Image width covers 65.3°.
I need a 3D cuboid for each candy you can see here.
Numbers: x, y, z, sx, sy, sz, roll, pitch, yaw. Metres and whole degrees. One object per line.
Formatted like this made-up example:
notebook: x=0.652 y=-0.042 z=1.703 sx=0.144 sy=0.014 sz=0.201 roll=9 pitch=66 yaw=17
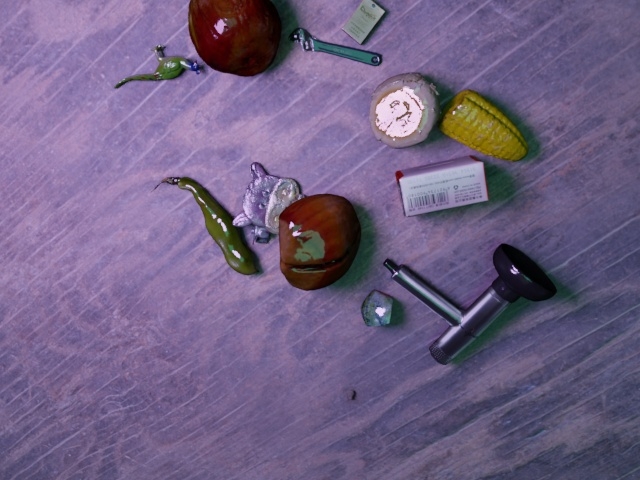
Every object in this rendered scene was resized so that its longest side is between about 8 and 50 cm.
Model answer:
candy: x=0.355 y=-0.235 z=1.062 sx=0.199 sy=0.094 sz=0.106 roll=30 pitch=140 yaw=-7

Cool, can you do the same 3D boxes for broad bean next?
broad bean: x=-0.257 y=-0.039 z=1.195 sx=0.318 sy=0.056 sz=0.098 roll=45 pitch=111 yaw=-1

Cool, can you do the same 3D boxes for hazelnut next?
hazelnut: x=0.002 y=0.002 z=1.110 sx=0.181 sy=0.181 sz=0.212 roll=-2 pitch=124 yaw=3

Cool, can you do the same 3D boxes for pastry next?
pastry: x=0.177 y=-0.274 z=1.059 sx=0.166 sy=0.088 sz=0.166 roll=6 pitch=106 yaw=22

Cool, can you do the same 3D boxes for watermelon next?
watermelon: x=0.148 y=0.167 z=1.201 sx=0.072 sy=0.092 sz=0.084 roll=3 pitch=120 yaw=-35

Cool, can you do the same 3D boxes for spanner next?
spanner: x=0.032 y=-0.418 z=1.085 sx=0.208 sy=0.012 sz=0.046 roll=15 pitch=105 yaw=1

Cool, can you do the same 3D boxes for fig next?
fig: x=-0.219 y=-0.464 z=1.031 sx=0.290 sy=0.190 sz=0.191 roll=36 pitch=106 yaw=13

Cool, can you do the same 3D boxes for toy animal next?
toy animal: x=-0.375 y=-0.394 z=1.119 sx=0.217 sy=0.041 sz=0.075 roll=-5 pitch=106 yaw=12

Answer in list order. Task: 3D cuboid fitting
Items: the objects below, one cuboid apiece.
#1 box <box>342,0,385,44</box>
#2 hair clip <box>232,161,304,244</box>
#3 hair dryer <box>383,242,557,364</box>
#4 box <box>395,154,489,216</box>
box: x=0.091 y=-0.466 z=1.060 sx=0.053 sy=0.024 sz=0.083 roll=39 pitch=104 yaw=-6
hair clip: x=-0.119 y=-0.074 z=1.171 sx=0.146 sy=0.056 sz=0.187 roll=17 pitch=103 yaw=-6
hair dryer: x=0.310 y=0.114 z=1.133 sx=0.284 sy=0.156 sz=0.320 roll=40 pitch=113 yaw=-16
box: x=0.257 y=-0.115 z=1.082 sx=0.182 sy=0.133 sz=0.099 roll=-12 pitch=103 yaw=6
